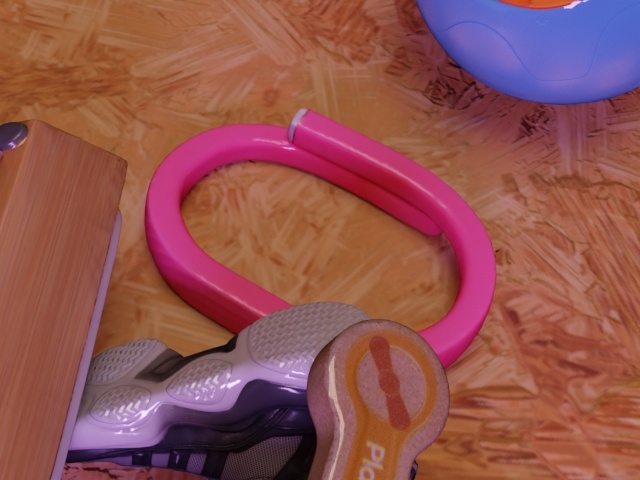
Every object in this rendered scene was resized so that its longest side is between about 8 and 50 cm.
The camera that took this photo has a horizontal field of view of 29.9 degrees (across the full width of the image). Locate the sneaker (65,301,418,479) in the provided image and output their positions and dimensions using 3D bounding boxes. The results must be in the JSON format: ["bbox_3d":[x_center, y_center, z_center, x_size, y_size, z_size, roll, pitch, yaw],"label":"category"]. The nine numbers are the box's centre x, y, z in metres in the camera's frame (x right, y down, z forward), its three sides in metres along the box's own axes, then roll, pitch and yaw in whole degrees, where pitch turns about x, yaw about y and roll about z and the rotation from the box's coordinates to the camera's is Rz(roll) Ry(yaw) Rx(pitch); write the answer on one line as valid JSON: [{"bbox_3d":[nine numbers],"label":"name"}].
[{"bbox_3d":[-0.070,0.143,0.803,0.269,0.153,0.101,-15,23,19],"label":"sneaker"}]

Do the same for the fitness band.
[{"bbox_3d":[0.000,0.000,0.962,0.291,0.054,0.209,28,52,12],"label":"fitness band"}]

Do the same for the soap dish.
[{"bbox_3d":[-0.262,0.058,0.769,0.229,0.118,0.290,-8,50,18],"label":"soap dish"}]

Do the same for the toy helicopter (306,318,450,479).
[{"bbox_3d":[0.018,0.207,0.628,0.235,0.140,0.355,24,59,-14],"label":"toy helicopter"}]

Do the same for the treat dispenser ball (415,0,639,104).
[{"bbox_3d":[0.220,-0.265,1.065,0.288,0.288,0.288,6,52,-7],"label":"treat dispenser ball"}]
